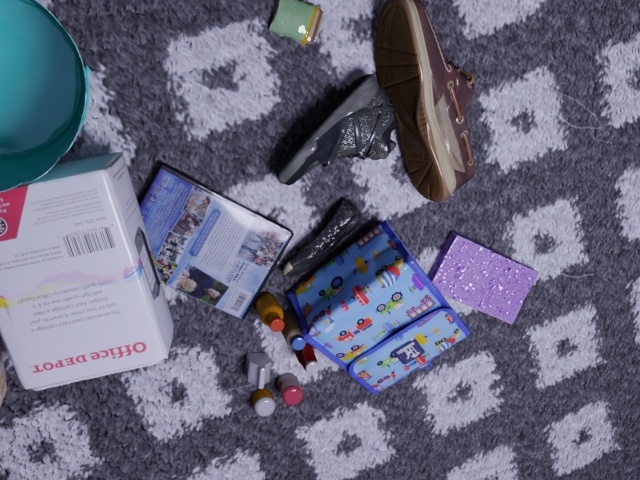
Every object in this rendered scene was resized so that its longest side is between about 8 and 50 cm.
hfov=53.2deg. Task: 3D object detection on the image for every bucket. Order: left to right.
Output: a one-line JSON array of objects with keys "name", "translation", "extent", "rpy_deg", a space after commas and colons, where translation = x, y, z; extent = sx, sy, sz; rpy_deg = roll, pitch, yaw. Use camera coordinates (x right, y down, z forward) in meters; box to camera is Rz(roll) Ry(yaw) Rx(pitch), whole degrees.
[{"name": "bucket", "translation": [-0.444, -0.208, 0.840], "extent": [0.281, 0.183, 0.281], "rpy_deg": [-4, 109, -14]}]

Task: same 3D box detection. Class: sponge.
[{"name": "sponge", "translation": [0.311, 0.074, 1.225], "extent": [0.210, 0.031, 0.117], "rpy_deg": [23, 100, -21]}]

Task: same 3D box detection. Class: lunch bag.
[{"name": "lunch bag", "translation": [0.120, 0.149, 1.153], "extent": [0.221, 0.138, 0.293], "rpy_deg": [-37, 125, 7]}]

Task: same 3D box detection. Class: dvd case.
[{"name": "dvd case", "translation": [-0.194, 0.007, 1.067], "extent": [0.253, 0.022, 0.180], "rpy_deg": [28, 98, -21]}]

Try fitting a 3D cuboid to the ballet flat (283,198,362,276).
[{"name": "ballet flat", "translation": [0.000, 0.000, 1.113], "extent": [0.173, 0.057, 0.049], "rpy_deg": [-42, 73, -1]}]

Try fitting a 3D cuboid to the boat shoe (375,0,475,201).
[{"name": "boat shoe", "translation": [0.189, -0.238, 1.053], "extent": [0.123, 0.123, 0.342], "rpy_deg": [-28, 113, -20]}]

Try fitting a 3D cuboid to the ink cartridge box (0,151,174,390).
[{"name": "ink cartridge box", "translation": [-0.370, 0.044, 0.955], "extent": [0.226, 0.131, 0.307], "rpy_deg": [-11, 112, -1]}]

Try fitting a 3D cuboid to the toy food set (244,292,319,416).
[{"name": "toy food set", "translation": [-0.067, 0.218, 1.125], "extent": [0.111, 0.104, 0.233], "rpy_deg": [3, 106, -17]}]

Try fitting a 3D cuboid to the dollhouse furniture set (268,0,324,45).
[{"name": "dollhouse furniture set", "translation": [-0.019, -0.378, 0.971], "extent": [0.076, 0.058, 0.152], "rpy_deg": [15, 103, -19]}]

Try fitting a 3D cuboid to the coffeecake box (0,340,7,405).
[{"name": "coffeecake box", "translation": [-0.577, 0.173, 0.987], "extent": [0.142, 0.068, 0.186], "rpy_deg": [-3, 108, -15]}]

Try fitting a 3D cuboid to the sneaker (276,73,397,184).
[{"name": "sneaker", "translation": [0.038, -0.150, 1.046], "extent": [0.227, 0.087, 0.130], "rpy_deg": [-44, 107, -4]}]
